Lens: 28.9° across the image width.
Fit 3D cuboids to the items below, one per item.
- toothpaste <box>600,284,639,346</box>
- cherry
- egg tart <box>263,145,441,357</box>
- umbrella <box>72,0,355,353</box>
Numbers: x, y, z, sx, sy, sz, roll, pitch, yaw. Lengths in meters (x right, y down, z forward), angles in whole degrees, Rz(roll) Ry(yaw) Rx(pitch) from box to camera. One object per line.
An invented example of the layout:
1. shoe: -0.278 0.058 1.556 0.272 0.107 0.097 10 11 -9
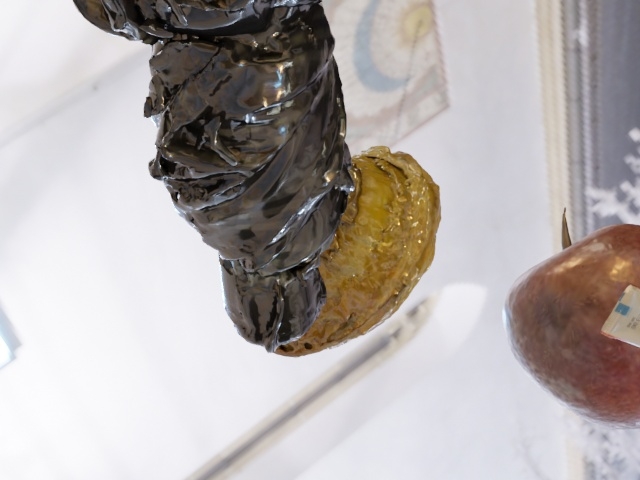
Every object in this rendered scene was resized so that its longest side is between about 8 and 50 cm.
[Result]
1. toothpaste: 0.286 0.080 0.946 0.031 0.048 0.190 31 -1 -30
2. cherry: 0.342 0.093 1.506 0.236 0.213 0.285 -27 -101 39
3. egg tart: 0.000 0.000 0.933 0.074 0.191 0.191 36 -5 -38
4. umbrella: -0.037 -0.100 0.555 0.128 0.154 0.336 15 -34 19
